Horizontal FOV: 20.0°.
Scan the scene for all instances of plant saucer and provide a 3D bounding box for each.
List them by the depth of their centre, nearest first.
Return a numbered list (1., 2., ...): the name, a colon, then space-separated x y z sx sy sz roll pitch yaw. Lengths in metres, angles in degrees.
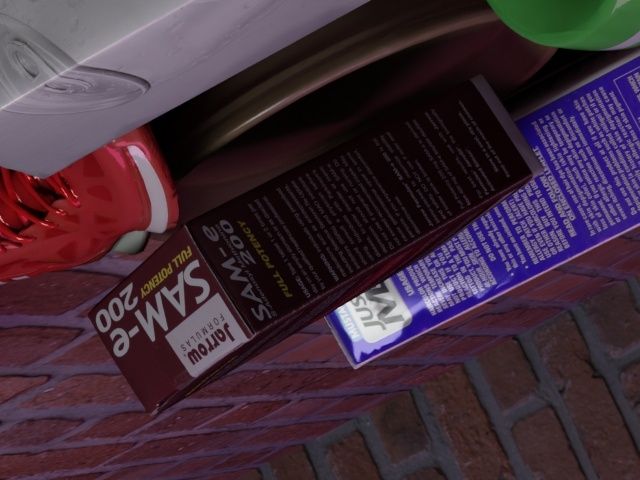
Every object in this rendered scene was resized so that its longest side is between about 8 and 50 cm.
1. plant saucer: 0.013 -0.078 1.063 0.278 0.041 0.278 -26 169 -5

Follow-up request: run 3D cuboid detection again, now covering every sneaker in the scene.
1. sneaker: -0.149 -0.015 0.928 0.128 0.087 0.221 -23 166 -14

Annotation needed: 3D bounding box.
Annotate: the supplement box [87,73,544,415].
1. supplement box: 0.000 0.000 1.021 0.239 0.073 0.130 -29 174 -39

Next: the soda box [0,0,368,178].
1. soda box: -0.023 -0.130 0.673 0.286 0.091 0.098 -27 167 11

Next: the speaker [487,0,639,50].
1. speaker: 0.214 -0.172 0.877 0.297 0.131 0.131 -16 165 -34

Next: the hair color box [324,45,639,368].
1. hair color box: 0.157 -0.050 1.219 0.339 0.110 0.185 -26 -175 14
